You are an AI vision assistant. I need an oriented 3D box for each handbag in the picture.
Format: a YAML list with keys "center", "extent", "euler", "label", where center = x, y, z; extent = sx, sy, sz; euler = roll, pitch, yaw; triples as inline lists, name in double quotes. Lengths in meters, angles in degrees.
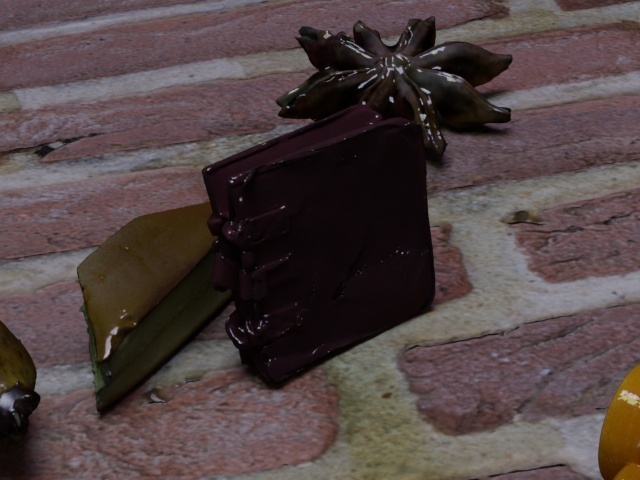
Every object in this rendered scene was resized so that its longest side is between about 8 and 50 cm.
- center: [-0.001, -0.001, 1.496]
  extent: [0.216, 0.203, 0.074]
  euler: [-24, 28, -28]
  label: "handbag"

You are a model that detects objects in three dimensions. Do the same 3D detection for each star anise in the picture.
- center: [0.084, -0.178, 1.875]
  extent: [0.288, 0.088, 0.288]
  euler: [2, 44, -2]
  label: "star anise"

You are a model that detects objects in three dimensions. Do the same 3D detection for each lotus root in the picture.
- center: [-0.333, 0.118, 1.425]
  extent: [0.260, 0.128, 0.145]
  euler: [14, 50, 38]
  label: "lotus root"

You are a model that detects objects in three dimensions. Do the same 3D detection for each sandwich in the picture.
- center: [-0.156, 0.049, 1.539]
  extent: [0.096, 0.094, 0.258]
  euler: [15, 39, 29]
  label: "sandwich"

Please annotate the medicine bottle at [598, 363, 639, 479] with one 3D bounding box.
- center: [0.329, 0.170, 1.243]
  extent: [0.222, 0.112, 0.149]
  euler: [18, 39, 33]
  label: "medicine bottle"
